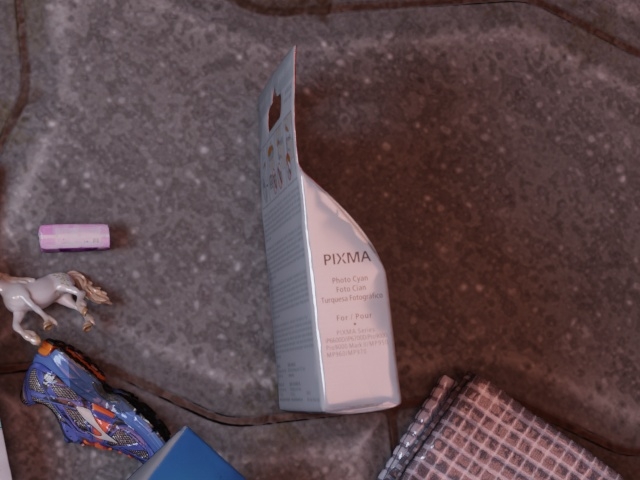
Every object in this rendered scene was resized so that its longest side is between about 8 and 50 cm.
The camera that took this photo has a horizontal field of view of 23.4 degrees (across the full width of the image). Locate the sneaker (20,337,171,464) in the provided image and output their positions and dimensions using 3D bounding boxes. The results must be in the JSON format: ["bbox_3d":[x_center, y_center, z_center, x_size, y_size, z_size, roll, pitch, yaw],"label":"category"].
[{"bbox_3d":[-0.253,0.209,1.788,0.221,0.083,0.087,40,93,1],"label":"sneaker"}]

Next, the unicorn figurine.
[{"bbox_3d":[-0.327,0.063,1.766,0.111,0.162,0.060,50,117,27],"label":"unicorn figurine"}]

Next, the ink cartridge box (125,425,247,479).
[{"bbox_3d":[-0.108,0.441,1.672,0.395,0.166,0.285,42,124,-4],"label":"ink cartridge box"}]

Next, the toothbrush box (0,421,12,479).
[{"bbox_3d":[-0.476,0.167,1.712,0.216,0.126,0.295,-10,88,-17],"label":"toothbrush box"}]

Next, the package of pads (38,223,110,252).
[{"bbox_3d":[-0.287,-0.003,1.804,0.083,0.050,0.032,-1,86,-9],"label":"package of pads"}]

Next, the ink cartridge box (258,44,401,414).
[{"bbox_3d":[0.000,0.000,1.722,0.091,0.308,0.385,-3,85,-10],"label":"ink cartridge box"}]

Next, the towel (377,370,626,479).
[{"bbox_3d":[0.214,0.318,1.828,0.284,0.121,0.235,36,80,-5],"label":"towel"}]
